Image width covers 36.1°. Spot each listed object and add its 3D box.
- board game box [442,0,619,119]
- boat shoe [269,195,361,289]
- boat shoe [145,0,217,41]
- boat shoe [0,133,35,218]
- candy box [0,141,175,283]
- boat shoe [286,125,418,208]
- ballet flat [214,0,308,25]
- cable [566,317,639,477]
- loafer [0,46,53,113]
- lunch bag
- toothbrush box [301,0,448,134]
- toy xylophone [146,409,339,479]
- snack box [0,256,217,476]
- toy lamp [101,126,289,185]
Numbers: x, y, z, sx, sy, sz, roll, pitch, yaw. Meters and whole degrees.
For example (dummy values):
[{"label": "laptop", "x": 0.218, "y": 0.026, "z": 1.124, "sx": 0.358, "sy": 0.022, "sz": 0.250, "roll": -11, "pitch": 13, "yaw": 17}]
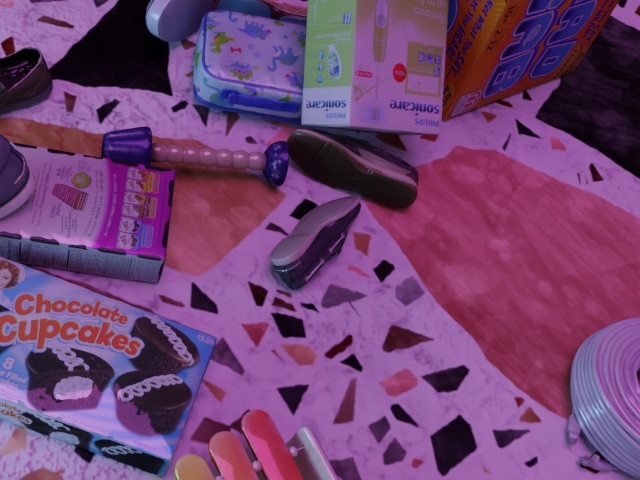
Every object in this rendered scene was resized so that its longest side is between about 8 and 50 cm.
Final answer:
[{"label": "board game box", "x": 0.302, "y": -0.500, "z": 1.743, "sx": 0.356, "sy": 0.356, "sz": 0.356, "roll": -23, "pitch": 64, "yaw": -31}, {"label": "boat shoe", "x": 0.000, "y": 0.000, "z": 1.473, "sx": 0.206, "sy": 0.075, "sz": 0.065, "roll": -43, "pitch": 119, "yaw": -43}, {"label": "boat shoe", "x": -0.226, "y": -0.440, "z": 1.673, "sx": 0.104, "sy": 0.113, "sz": 0.306, "roll": 27, "pitch": 48, "yaw": 9}, {"label": "boat shoe", "x": -0.515, "y": -0.031, "z": 1.230, "sx": 0.319, "sy": 0.099, "sz": 0.116, "roll": -35, "pitch": 58, "yaw": -17}, {"label": "candy box", "x": -0.327, "y": -0.037, "z": 1.363, "sx": 0.233, "sy": 0.071, "sz": 0.159, "roll": 10, "pitch": 53, "yaw": -13}, {"label": "boat shoe", "x": 0.054, "y": -0.125, "z": 1.564, "sx": 0.223, "sy": 0.080, "sz": 0.073, "roll": 24, "pitch": 42, "yaw": -4}, {"label": "ballet flat", "x": -0.085, "y": -0.388, "z": 1.723, "sx": 0.206, "sy": 0.073, "sz": 0.067, "roll": 15, "pitch": 24, "yaw": -12}, {"label": "cable", "x": 0.491, "y": 0.229, "z": 1.444, "sx": 0.257, "sy": 0.089, "sz": 0.257, "roll": 16, "pitch": 51, "yaw": -8}, {"label": "loafer", "x": -0.504, "y": -0.223, "z": 1.426, "sx": 0.094, "sy": 0.087, "sz": 0.251, "roll": 45, "pitch": 53, "yaw": 15}, {"label": "lunch bag", "x": -0.100, "y": -0.282, "z": 1.612, "sx": 0.218, "sy": 0.090, "sz": 0.176, "roll": 7, "pitch": 53, "yaw": -16}, {"label": "toothbrush box", "x": 0.090, "y": -0.315, "z": 1.559, "sx": 0.206, "sy": 0.122, "sz": 0.283, "roll": 1, "pitch": 96, "yaw": -41}, {"label": "toy xylophone", "x": -0.109, "y": 0.352, "z": 1.146, "sx": 0.322, "sy": 0.081, "sz": 0.236, "roll": -25, "pitch": 66, "yaw": -32}, {"label": "snack box", "x": -0.311, "y": 0.152, "z": 1.235, "sx": 0.321, "sy": 0.060, "sz": 0.187, "roll": 21, "pitch": 50, "yaw": -4}, {"label": "toy lamp", "x": -0.188, "y": -0.125, "z": 1.476, "sx": 0.274, "sy": 0.080, "sz": 0.080, "roll": 5, "pitch": 54, "yaw": -18}]
